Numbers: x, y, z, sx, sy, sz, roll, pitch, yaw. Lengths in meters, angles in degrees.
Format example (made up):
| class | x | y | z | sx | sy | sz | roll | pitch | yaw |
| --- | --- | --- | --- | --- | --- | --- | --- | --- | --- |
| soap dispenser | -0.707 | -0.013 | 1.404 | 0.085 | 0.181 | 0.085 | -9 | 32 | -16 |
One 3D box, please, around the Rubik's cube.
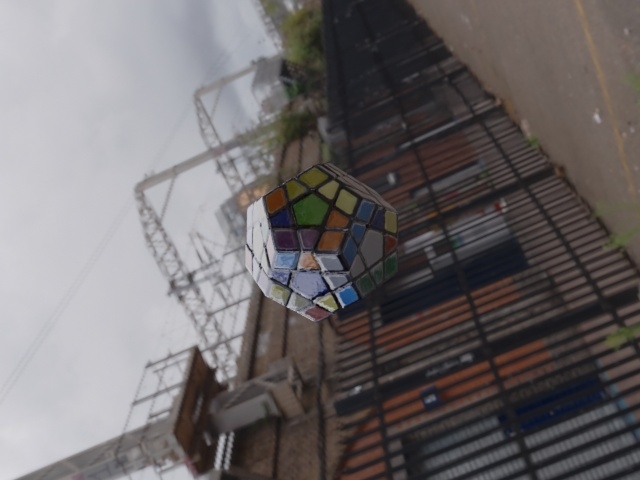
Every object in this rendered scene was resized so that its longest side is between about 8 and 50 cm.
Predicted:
| class | x | y | z | sx | sy | sz | roll | pitch | yaw |
| --- | --- | --- | --- | --- | --- | --- | --- | --- | --- |
| Rubik's cube | 0.000 | 0.000 | 0.589 | 0.111 | 0.093 | 0.111 | 29 | -166 | -8 |
